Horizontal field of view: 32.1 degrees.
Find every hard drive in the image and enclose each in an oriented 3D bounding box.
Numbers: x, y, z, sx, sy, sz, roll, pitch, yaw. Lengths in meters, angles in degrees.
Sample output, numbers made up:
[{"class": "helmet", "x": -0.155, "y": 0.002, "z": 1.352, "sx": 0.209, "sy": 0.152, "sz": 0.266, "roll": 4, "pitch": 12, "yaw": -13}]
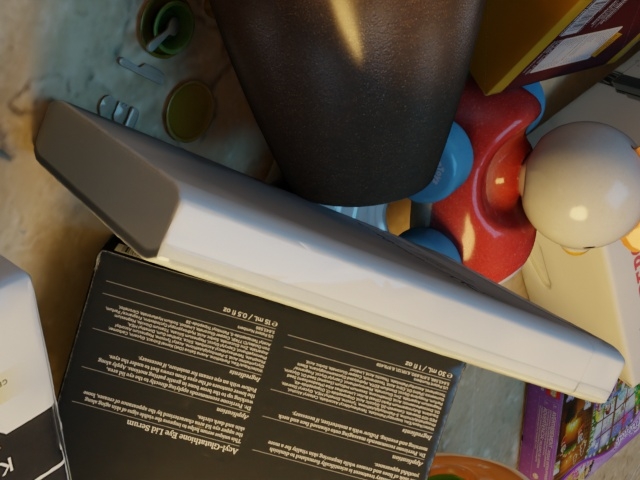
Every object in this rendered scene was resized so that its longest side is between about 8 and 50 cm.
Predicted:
[{"class": "hard drive", "x": 0.006, "y": 0.010, "z": 0.742, "sx": 0.353, "sy": 0.233, "sz": 0.047, "roll": 21, "pitch": 96, "yaw": -34}]

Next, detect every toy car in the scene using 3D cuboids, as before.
[{"class": "toy car", "x": 0.206, "y": -0.034, "z": 1.003, "sx": 0.219, "sy": 0.238, "sz": 0.210, "roll": -34, "pitch": 133, "yaw": -52}]

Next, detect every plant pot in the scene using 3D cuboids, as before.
[{"class": "plant pot", "x": 0.022, "y": -0.148, "z": 0.762, "sx": 0.215, "sy": 0.215, "sz": 0.230, "roll": -29, "pitch": 124, "yaw": -39}]

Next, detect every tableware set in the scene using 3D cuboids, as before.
[{"class": "tableware set", "x": -0.102, "y": -0.111, "z": 0.803, "sx": 0.104, "sy": 0.024, "sz": 0.154, "roll": 23, "pitch": 89, "yaw": -53}]

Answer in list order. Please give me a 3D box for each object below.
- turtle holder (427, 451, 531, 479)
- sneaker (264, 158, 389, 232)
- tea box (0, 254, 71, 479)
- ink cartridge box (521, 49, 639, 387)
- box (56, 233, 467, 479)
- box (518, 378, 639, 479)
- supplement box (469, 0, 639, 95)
[{"class": "turtle holder", "x": 0.101, "y": 0.359, "z": 1.151, "sx": 0.320, "sy": 0.243, "sz": 0.227, "roll": -36, "pitch": 132, "yaw": 25}, {"class": "sneaker", "x": 0.000, "y": 0.000, "z": 0.938, "sx": 0.129, "sy": 0.111, "sz": 0.297, "roll": -16, "pitch": 114, "yaw": -31}, {"class": "tea box", "x": -0.309, "y": 0.178, "z": 0.542, "sx": 0.329, "sy": 0.220, "sz": 0.323, "roll": -28, "pitch": 127, "yaw": -39}, {"class": "ink cartridge box", "x": 0.417, "y": -0.069, "z": 1.252, "sx": 0.395, "sy": 0.166, "sz": 0.285, "roll": -37, "pitch": 134, "yaw": -11}, {"class": "box", "x": -0.052, "y": 0.121, "z": 0.798, "sx": 0.103, "sy": 0.261, "sz": 0.184, "roll": -129, "pitch": -124, "yaw": -82}, {"class": "box", "x": 0.377, "y": 0.211, "z": 1.509, "sx": 0.293, "sy": 0.057, "sz": 0.201, "roll": -25, "pitch": 127, "yaw": -41}, {"class": "supplement box", "x": 0.225, "y": -0.245, "z": 0.954, "sx": 0.194, "sy": 0.129, "sz": 0.191, "roll": -19, "pitch": 162, "yaw": -38}]
